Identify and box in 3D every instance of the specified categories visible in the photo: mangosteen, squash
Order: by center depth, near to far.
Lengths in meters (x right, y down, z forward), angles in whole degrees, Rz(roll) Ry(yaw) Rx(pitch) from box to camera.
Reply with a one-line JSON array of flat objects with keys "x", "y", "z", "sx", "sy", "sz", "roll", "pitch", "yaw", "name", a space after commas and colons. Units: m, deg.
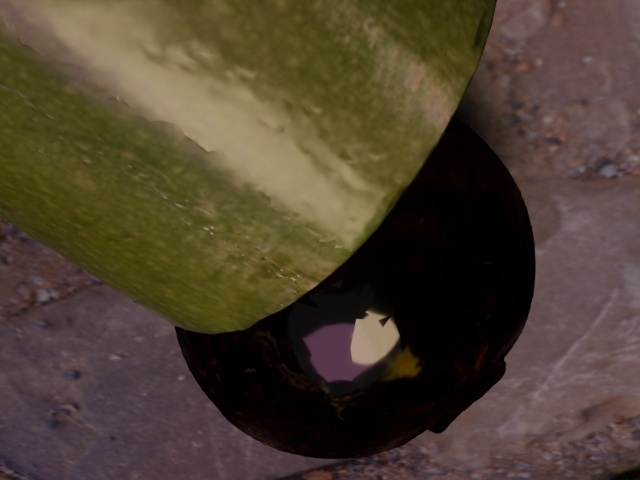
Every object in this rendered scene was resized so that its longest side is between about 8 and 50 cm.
[{"x": -0.137, "y": -0.163, "z": 0.626, "sx": 0.384, "sy": 0.263, "sz": 0.263, "roll": 35, "pitch": 131, "yaw": -30, "name": "squash"}, {"x": 0.000, "y": 0.000, "z": 0.860, "sx": 0.265, "sy": 0.228, "sz": 0.228, "roll": 46, "pitch": 136, "yaw": 10, "name": "mangosteen"}]

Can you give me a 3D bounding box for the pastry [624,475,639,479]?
[{"x": 0.335, "y": 0.268, "z": 1.207, "sx": 0.218, "sy": 0.100, "sz": 0.229, "roll": 33, "pitch": 137, "yaw": -23, "name": "pastry"}]
